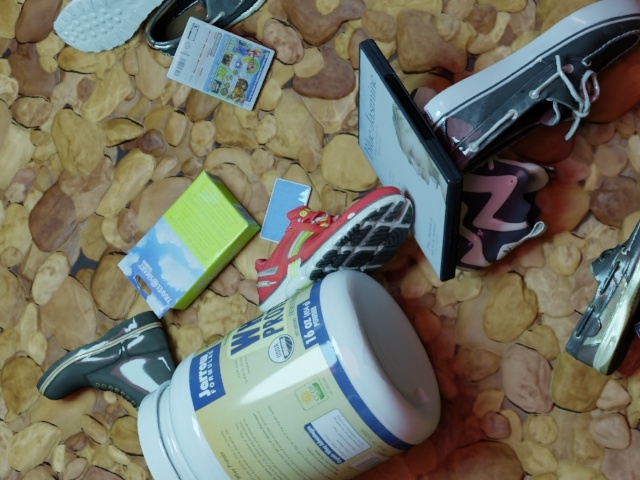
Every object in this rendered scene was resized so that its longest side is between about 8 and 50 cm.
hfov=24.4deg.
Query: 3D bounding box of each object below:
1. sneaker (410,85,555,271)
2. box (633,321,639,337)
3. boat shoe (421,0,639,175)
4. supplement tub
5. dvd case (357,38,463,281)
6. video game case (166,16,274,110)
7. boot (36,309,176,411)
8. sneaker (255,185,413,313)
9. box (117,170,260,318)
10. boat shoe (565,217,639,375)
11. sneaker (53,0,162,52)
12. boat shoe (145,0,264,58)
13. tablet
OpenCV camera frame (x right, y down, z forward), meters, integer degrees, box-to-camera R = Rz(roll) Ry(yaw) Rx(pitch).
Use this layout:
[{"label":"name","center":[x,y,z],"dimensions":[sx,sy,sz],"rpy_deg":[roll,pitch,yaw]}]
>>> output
[{"label":"sneaker","center":[0.202,-0.093,1.790],"dimensions":[0.153,0.094,0.235],"rpy_deg":[-20,75,20]},{"label":"box","center":[0.488,0.120,1.649],"dimensions":[0.220,0.051,0.175],"rpy_deg":[-32,71,18]},{"label":"boat shoe","center":[0.269,-0.176,1.720],"dimensions":[0.306,0.113,0.105],"rpy_deg":[-28,66,-12]},{"label":"supplement tub","center":[-0.039,0.199,1.783],"dimensions":[0.316,0.228,0.228],"rpy_deg":[-30,71,18]},{"label":"dvd case","center":[0.103,-0.097,1.765],"dimensions":[0.022,0.180,0.253],"rpy_deg":[-18,52,-13]},{"label":"video game case","center":[-0.133,-0.235,1.974],"dimensions":[0.122,0.011,0.087],"rpy_deg":[22,92,-7]},{"label":"boot","center":[-0.277,0.200,1.983],"dimensions":[0.198,0.077,0.137],"rpy_deg":[-33,76,18]},{"label":"sneaker","center":[0.000,0.000,1.831],"dimensions":[0.279,0.107,0.118],"rpy_deg":[-40,57,39]},{"label":"box","center":[-0.177,0.008,1.977],"dimensions":[0.178,0.042,0.109],"rpy_deg":[-46,66,13]},{"label":"boat shoe","center":[0.345,0.043,1.711],"dimensions":[0.073,0.080,0.223],"rpy_deg":[21,96,21]},{"label":"sneaker","center":[-0.276,-0.347,2.060],"dimensions":[0.235,0.090,0.094],"rpy_deg":[-27,38,30]},{"label":"boat shoe","center":[-0.137,-0.335,1.991],"dimensions":[0.233,0.079,0.084],"rpy_deg":[-41,67,13]},{"label":"tablet","center":[-0.046,-0.037,1.944],"dimensions":[0.054,0.006,0.083],"rpy_deg":[16,88,26]}]
